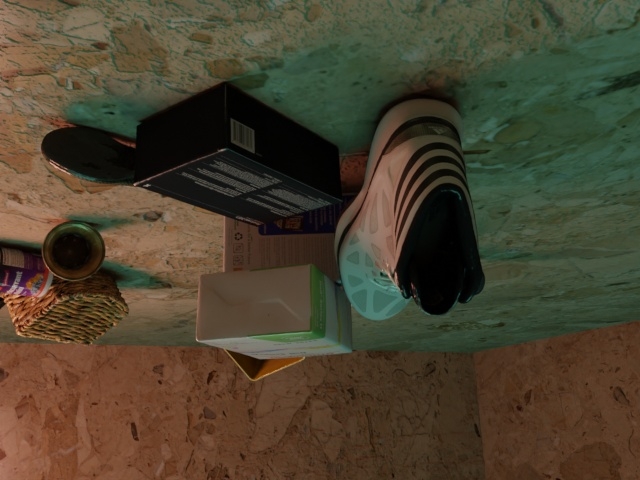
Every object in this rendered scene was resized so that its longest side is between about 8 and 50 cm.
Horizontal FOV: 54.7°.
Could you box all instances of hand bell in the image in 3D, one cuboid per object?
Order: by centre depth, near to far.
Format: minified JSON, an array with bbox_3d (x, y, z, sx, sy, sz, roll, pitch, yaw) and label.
[{"bbox_3d":[-0.577,0.029,1.398,0.126,0.126,0.242,9,172,-31],"label":"hand bell"}]

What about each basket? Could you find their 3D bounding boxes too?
[{"bbox_3d":[-0.700,0.134,1.712,0.213,0.223,0.299,-39,156,6],"label":"basket"}]

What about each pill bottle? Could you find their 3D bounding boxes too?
[{"bbox_3d":[-0.747,0.070,1.464,0.108,0.108,0.193,-16,158,40],"label":"pill bottle"}]

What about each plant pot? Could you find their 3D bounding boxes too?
[{"bbox_3d":[-0.173,0.275,1.946,0.212,0.187,0.212,-28,111,22],"label":"plant pot"}]

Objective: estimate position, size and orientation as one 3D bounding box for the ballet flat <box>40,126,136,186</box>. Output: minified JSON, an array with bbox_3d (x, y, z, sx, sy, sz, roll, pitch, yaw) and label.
[{"bbox_3d":[-0.300,-0.116,0.951,0.250,0.084,0.058,5,162,-39],"label":"ballet flat"}]

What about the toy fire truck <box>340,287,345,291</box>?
[{"bbox_3d":[0.003,0.058,1.429,0.135,0.047,0.192,-5,124,-8],"label":"toy fire truck"}]

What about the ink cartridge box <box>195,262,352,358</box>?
[{"bbox_3d":[-0.060,0.148,1.151,0.207,0.119,0.353,-7,162,15],"label":"ink cartridge box"}]

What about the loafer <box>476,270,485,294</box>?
[{"bbox_3d":[0.301,0.074,1.629,0.302,0.109,0.095,16,176,-30],"label":"loafer"}]

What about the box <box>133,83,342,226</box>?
[{"bbox_3d":[-0.116,-0.112,0.929,0.184,0.103,0.261,-17,158,33],"label":"box"}]

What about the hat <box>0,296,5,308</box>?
[{"bbox_3d":[-1.009,0.193,1.748,0.134,0.331,0.331,49,141,-17],"label":"hat"}]

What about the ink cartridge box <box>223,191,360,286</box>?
[{"bbox_3d":[0.000,0.000,1.183,0.371,0.176,0.069,-3,163,4],"label":"ink cartridge box"}]

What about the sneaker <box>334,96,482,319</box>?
[{"bbox_3d":[0.112,0.039,0.924,0.169,0.257,0.447,5,137,-4],"label":"sneaker"}]
